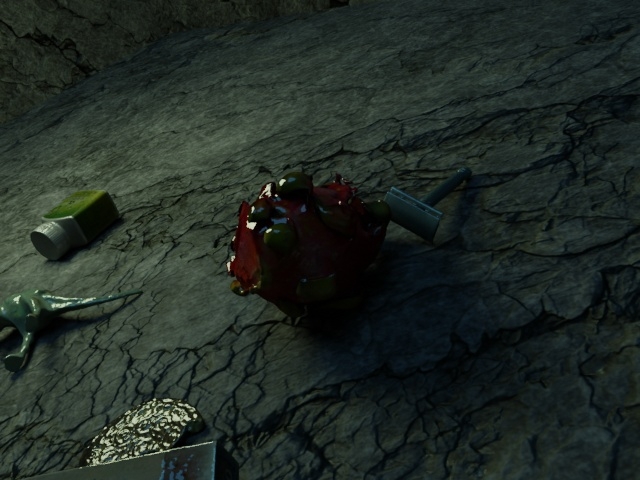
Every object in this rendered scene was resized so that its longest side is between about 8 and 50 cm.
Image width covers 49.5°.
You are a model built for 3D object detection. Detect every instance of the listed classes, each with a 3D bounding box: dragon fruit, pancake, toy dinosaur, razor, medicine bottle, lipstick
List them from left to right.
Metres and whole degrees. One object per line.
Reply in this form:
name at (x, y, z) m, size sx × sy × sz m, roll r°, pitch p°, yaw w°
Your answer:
toy dinosaur at (-0.547, 0.147, 1.351) m, size 0.393 × 0.092 × 0.205 m, roll -26°, pitch 25°, yaw -4°
medicine bottle at (-0.603, -0.040, 1.689) m, size 0.132 × 0.088 × 0.188 m, roll 1°, pitch 35°, yaw 33°
lipstick at (-0.286, 0.330, 0.861) m, size 0.371 × 0.076 × 0.080 m, roll -14°, pitch 48°, yaw 12°
pancake at (-0.254, 0.292, 0.980) m, size 0.190 × 0.020 × 0.184 m, roll -16°, pitch 29°, yaw 10°
dragon fruit at (-0.015, -0.009, 1.116) m, size 0.227 × 0.243 × 0.307 m, roll -48°, pitch 15°, yaw 38°
razor at (0.216, -0.082, 1.261) m, size 0.106 × 0.068 × 0.232 m, roll 32°, pitch 40°, yaw 23°
